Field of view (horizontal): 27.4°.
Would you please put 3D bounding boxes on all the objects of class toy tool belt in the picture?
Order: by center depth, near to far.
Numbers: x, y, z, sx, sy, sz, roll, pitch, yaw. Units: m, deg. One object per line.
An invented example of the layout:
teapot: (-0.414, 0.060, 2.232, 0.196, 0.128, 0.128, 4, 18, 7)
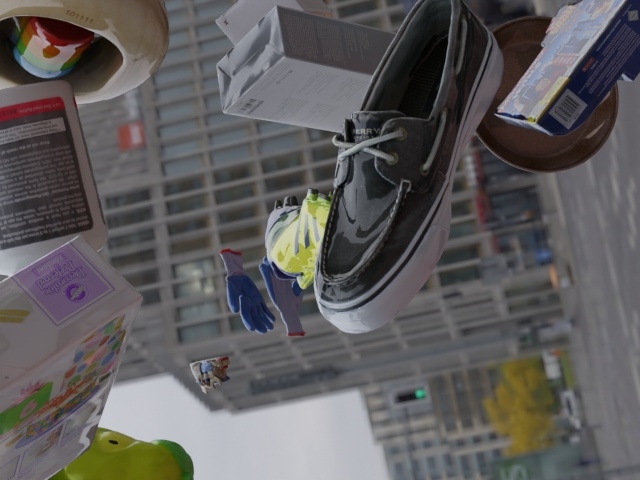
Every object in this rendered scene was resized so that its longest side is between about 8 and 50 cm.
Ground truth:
toy tool belt: (-0.159, 0.203, 1.978, 0.052, 0.083, 0.051, -12, -91, -38)

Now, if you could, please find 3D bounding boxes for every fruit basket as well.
fruit basket: (-0.377, 0.347, 1.828, 0.283, 0.392, 0.392, 49, -172, 3)

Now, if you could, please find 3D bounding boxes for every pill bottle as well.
pill bottle: (-0.400, -0.054, 1.851, 0.176, 0.176, 0.319, -37, -65, -81)

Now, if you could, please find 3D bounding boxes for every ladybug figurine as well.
ladybug figurine: (-0.375, -0.328, 1.898, 0.449, 0.305, 0.162, -25, 53, 58)

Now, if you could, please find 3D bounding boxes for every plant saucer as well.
plant saucer: (0.270, -0.179, 1.635, 0.036, 0.198, 0.199, 142, 117, -79)

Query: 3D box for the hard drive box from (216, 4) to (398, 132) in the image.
hard drive box: (-0.011, -0.252, 1.987, 0.232, 0.181, 0.089, 8, -117, -35)

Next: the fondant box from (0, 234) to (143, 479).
fondant box: (-0.320, 0.167, 1.296, 0.096, 0.238, 0.330, 45, 143, 13)

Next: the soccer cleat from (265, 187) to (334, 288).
soccer cleat: (0.001, 0.000, 1.644, 0.289, 0.093, 0.121, 169, 105, -72)

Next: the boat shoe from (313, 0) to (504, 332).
boat shoe: (0.062, -0.082, 1.197, 0.119, 0.121, 0.335, 46, -123, -43)

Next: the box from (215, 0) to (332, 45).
box: (-0.074, -0.366, 2.163, 0.091, 0.130, 0.170, 52, -162, 3)

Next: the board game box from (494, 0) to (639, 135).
board game box: (0.275, -0.191, 1.387, 0.060, 0.194, 0.194, 37, -177, -12)

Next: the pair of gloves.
pair of gloves: (-0.089, 0.088, 2.203, 0.198, 0.023, 0.159, 8, -125, -50)
